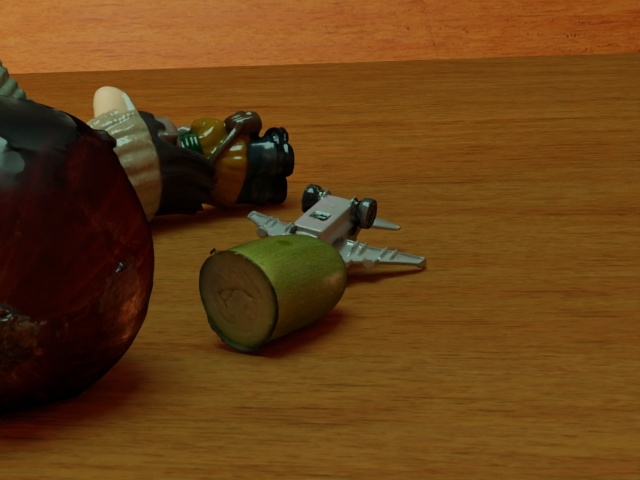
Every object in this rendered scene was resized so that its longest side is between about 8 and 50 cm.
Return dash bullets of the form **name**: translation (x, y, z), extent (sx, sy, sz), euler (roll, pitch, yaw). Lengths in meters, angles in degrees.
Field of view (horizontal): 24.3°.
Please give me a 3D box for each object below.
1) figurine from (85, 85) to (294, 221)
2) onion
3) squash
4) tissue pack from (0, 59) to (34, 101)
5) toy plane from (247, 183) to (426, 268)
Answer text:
- **figurine**: translation (-0.207, -0.103, 2.192), extent (0.332, 0.185, 0.204), euler (10, 39, -7)
- **onion**: translation (-0.331, 0.003, 1.525), extent (0.341, 0.341, 0.341), euler (-4, 16, 1)
- **squash**: translation (-0.037, 0.050, 1.682), extent (0.123, 0.123, 0.186), euler (9, 16, 39)
- **tissue pack**: translation (-0.492, -0.064, 1.913), extent (0.287, 0.162, 0.388), euler (-45, 13, 10)
- **toy plane**: translation (0.001, -0.005, 1.884), extent (0.251, 0.101, 0.255), euler (15, 23, 22)
